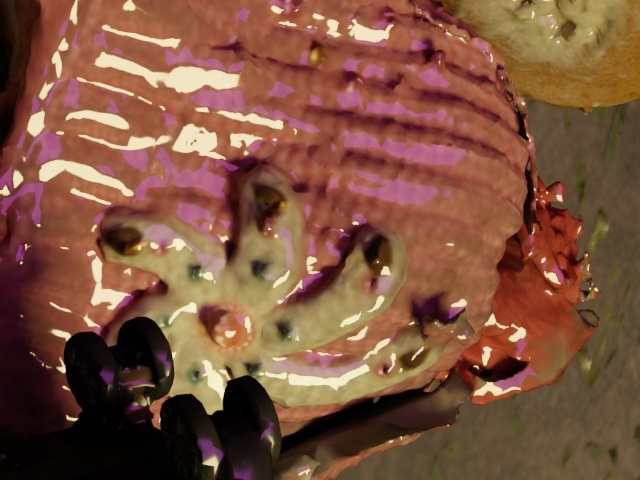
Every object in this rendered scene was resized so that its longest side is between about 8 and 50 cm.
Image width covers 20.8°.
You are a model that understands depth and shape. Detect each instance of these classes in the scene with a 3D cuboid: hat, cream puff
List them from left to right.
[{"bbox_3d":[0.000,0.000,0.629,0.286,0.107,0.236,16,100,-38],"label":"hat"},{"bbox_3d":[0.100,-0.132,0.692,0.165,0.150,0.115,104,4,-57],"label":"cream puff"}]

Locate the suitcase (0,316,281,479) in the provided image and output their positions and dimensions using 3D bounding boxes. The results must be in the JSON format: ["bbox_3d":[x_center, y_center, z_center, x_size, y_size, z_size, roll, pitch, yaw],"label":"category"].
[{"bbox_3d":[-0.092,0.197,0.519,0.202,0.128,0.312,-15,111,-29],"label":"suitcase"}]
